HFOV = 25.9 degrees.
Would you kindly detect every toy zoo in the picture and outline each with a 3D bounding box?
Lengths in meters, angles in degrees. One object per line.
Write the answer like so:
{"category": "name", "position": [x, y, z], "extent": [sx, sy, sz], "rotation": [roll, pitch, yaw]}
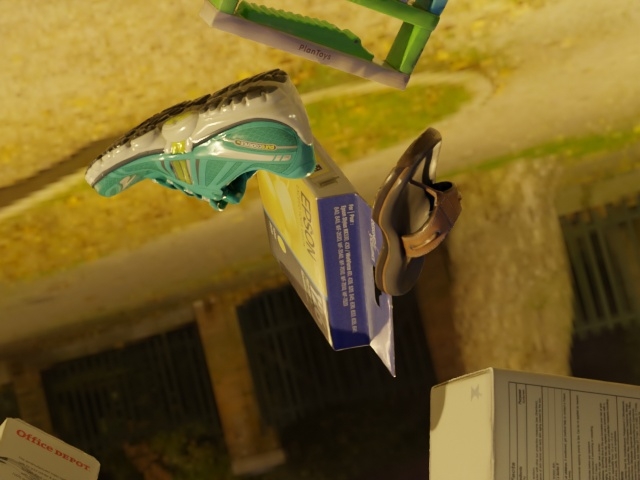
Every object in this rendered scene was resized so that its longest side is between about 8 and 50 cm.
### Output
{"category": "toy zoo", "position": [0.048, -0.274, 1.074], "extent": [0.192, 0.293, 0.030], "rotation": [13, -158, -32]}

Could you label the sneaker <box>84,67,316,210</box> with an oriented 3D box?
{"category": "sneaker", "position": [-0.122, -0.076, 1.351], "extent": [0.275, 0.110, 0.107], "rotation": [-13, -161, 39]}

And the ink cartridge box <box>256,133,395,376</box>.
{"category": "ink cartridge box", "position": [0.000, 0.000, 1.899], "extent": [0.072, 0.307, 0.303], "rotation": [-20, 137, -14]}

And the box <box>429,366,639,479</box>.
{"category": "box", "position": [0.240, 0.223, 1.427], "extent": [0.232, 0.148, 0.127], "rotation": [10, 162, -23]}

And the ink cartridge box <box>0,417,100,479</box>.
{"category": "ink cartridge box", "position": [-0.395, 0.361, 1.874], "extent": [0.087, 0.153, 0.208], "rotation": [-49, -161, 29]}

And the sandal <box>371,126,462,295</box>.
{"category": "sandal", "position": [0.086, -0.015, 1.179], "extent": [0.090, 0.060, 0.219], "rotation": [-53, 160, -30]}
